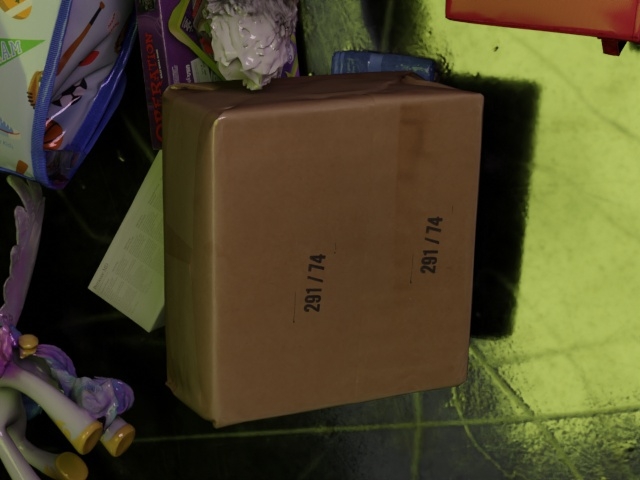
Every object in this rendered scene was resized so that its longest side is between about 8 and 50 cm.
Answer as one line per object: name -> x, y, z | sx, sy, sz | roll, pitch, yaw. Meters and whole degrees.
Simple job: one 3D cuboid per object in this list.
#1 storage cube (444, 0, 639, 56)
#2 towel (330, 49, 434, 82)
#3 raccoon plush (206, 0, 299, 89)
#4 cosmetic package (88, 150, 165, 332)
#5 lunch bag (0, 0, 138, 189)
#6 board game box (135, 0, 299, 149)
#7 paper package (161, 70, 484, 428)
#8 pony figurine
storage cube -> 0.246, -0.298, 1.362 | 0.193, 0.184, 0.215 | 10, 102, 19
towel -> 0.069, -0.176, 1.531 | 0.119, 0.029, 0.067 | 9, 101, 20
raccoon plush -> 0.060, -0.366, 1.379 | 0.299, 0.216, 0.446 | -8, 76, 21
cosmetic package -> -0.176, -0.018, 1.630 | 0.099, 0.060, 0.239 | 34, 108, 11
lunch bag -> -0.380, -0.283, 1.576 | 0.328, 0.239, 0.385 | 19, 97, 16
board game box -> -0.114, -0.280, 1.488 | 0.056, 0.208, 0.346 | 0, 98, 45
paper package -> 0.000, 0.000, 1.417 | 0.310, 0.168, 0.324 | -7, 107, -22
pony figurine -> -0.391, 0.145, 1.631 | 0.363, 0.303, 0.351 | 36, 129, 17
